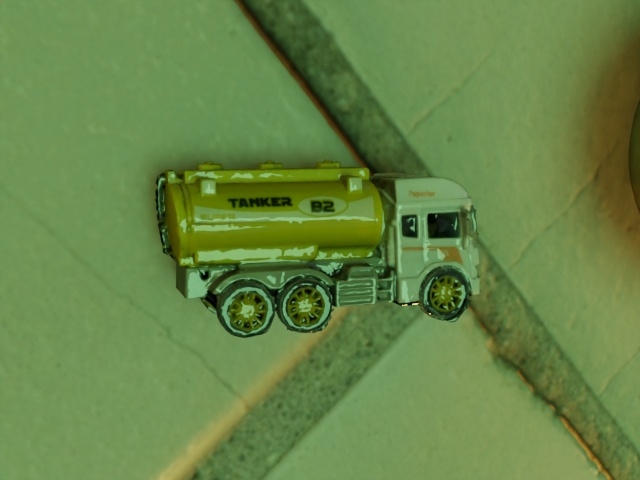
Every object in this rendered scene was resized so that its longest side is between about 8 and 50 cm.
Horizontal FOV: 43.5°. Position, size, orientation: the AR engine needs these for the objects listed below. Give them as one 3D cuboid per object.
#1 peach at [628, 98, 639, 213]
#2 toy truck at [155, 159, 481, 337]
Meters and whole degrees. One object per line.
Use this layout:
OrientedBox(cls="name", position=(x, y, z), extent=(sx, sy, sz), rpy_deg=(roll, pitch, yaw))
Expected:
OrientedBox(cls="peach", position=(0.382, -0.063, 0.623), extent=(0.292, 0.247, 0.292), rpy_deg=(-24, 135, -26))
OrientedBox(cls="toy truck", position=(0.000, 0.000, 0.569), extent=(0.226, 0.098, 0.114), rpy_deg=(-3, 97, -18))
